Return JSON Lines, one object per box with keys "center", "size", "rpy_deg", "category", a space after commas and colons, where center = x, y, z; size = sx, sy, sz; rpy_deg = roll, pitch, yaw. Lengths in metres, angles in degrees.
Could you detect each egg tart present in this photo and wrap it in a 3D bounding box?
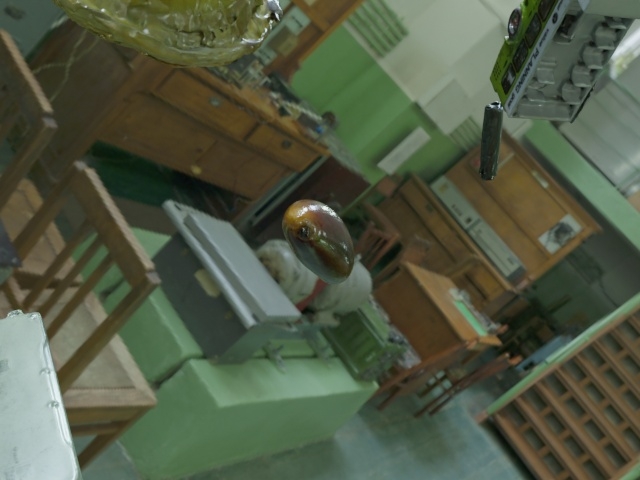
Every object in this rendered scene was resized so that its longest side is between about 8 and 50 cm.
{"center": [-0.168, -0.312, 0.747], "size": [0.294, 0.116, 0.295], "rpy_deg": [17, 46, -19], "category": "egg tart"}

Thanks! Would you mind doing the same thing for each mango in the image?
{"center": [0.000, 0.000, 1.329], "size": [0.133, 0.111, 0.267], "rpy_deg": [49, -3, 30], "category": "mango"}

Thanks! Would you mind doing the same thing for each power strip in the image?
{"center": [-0.246, 0.133, 0.559], "size": [0.227, 0.079, 0.029], "rpy_deg": [-125, -153, -42], "category": "power strip"}

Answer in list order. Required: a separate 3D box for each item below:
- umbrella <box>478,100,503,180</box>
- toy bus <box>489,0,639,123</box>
{"center": [0.275, -0.159, 1.139], "size": [0.031, 0.036, 0.133], "rpy_deg": [-124, -154, -57], "category": "umbrella"}
{"center": [0.301, -0.263, 0.805], "size": [0.113, 0.302, 0.139], "rpy_deg": [2, 54, -10], "category": "toy bus"}
